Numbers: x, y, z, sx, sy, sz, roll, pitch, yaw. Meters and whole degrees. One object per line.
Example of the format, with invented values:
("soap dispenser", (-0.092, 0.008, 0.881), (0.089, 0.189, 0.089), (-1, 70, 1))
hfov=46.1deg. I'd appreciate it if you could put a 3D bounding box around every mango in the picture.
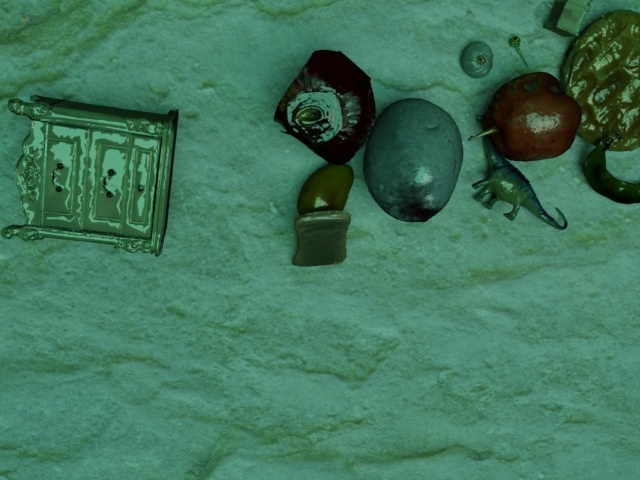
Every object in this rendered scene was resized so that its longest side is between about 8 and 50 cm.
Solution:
("mango", (0.009, -0.108, 1.742), (0.111, 0.089, 0.163), (17, 93, -24))

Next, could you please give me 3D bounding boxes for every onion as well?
("onion", (0.026, -0.286, 1.616), (0.207, 0.216, 0.206), (36, 100, -10))

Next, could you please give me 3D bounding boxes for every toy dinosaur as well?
("toy dinosaur", (0.452, -0.127, 1.805), (0.147, 0.076, 0.363), (-45, 102, -6))

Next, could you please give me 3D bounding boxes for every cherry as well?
("cherry", (0.205, -0.178, 1.661), (0.218, 0.296, 0.255), (14, 133, -10))

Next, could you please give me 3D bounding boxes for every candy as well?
("candy", (0.466, -0.439, 1.748), (0.023, 0.025, 0.083), (-24, 120, 28))

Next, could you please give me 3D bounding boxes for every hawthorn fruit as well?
("hawthorn fruit", (0.445, -0.266, 1.692), (0.243, 0.207, 0.207), (-19, 108, -8))

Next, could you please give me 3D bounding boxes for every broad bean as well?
("broad bean", (0.738, -0.152, 1.831), (0.292, 0.049, 0.144), (30, 132, -29))

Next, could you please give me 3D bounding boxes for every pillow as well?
("pillow", (0.003, -0.001, 1.745), (0.135, 0.034, 0.211), (-3, 145, -7))

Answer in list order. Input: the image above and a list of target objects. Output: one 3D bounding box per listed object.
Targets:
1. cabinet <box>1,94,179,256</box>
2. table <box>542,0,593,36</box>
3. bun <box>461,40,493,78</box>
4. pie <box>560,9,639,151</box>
("cabinet", (-0.475, -0.146, 1.585), (0.318, 0.227, 0.289), (7, 106, -10))
("table", (0.563, -0.513, 1.707), (0.062, 0.079, 0.083), (19, 101, -12))
("bun", (0.361, -0.414, 1.724), (0.083, 0.045, 0.083), (-3, 105, -12))
("pie", (0.715, -0.371, 1.773), (0.340, 0.083, 0.339), (-3, 107, -10))
